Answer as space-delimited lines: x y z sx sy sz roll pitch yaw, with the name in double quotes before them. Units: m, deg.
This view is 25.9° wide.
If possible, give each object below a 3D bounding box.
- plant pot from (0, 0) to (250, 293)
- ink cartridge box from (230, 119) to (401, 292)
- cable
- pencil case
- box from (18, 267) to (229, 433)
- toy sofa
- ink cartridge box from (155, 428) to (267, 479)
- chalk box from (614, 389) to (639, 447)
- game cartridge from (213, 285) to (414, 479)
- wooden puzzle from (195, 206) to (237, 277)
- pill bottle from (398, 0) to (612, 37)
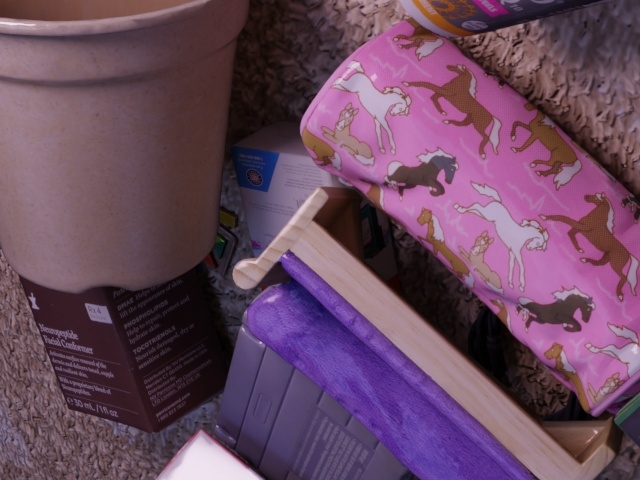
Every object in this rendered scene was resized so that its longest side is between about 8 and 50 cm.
"plant pot" -0.215 -0.130 1.358 0.334 0.334 0.305 22 127 33
"ink cartridge box" 0.000 0.000 1.442 0.134 0.078 0.231 12 124 40
"cable" 0.203 0.127 1.358 0.150 0.047 0.184 49 139 8
"pencil case" 0.165 -0.020 1.215 0.386 0.160 0.167 43 167 13
"box" -0.259 0.025 1.654 0.191 0.143 0.381 5 118 48
"toy sofa" 0.085 0.127 1.262 0.362 0.150 0.177 42 100 9
"ink cartridge box" -0.088 0.324 1.656 0.158 0.092 0.218 36 169 21
"chalk box" 0.358 0.116 1.017 0.179 0.289 0.180 46 139 11
"game cartridge" -0.001 0.202 1.523 0.230 0.068 0.355 34 152 8
"wooden puzzle" -0.132 0.001 1.618 0.078 0.014 0.116 35 136 22
"pill bottle" 0.187 -0.253 1.034 0.278 0.162 0.162 -8 110 46
